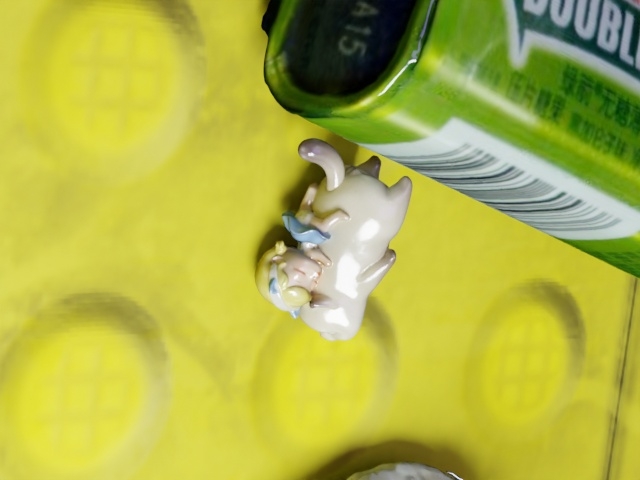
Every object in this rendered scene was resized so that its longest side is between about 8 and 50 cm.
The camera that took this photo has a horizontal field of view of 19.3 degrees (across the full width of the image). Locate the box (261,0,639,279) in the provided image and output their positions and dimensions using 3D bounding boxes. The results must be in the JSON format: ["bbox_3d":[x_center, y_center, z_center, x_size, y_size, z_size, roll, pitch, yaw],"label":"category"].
[{"bbox_3d":[0.132,-0.062,0.840,0.345,0.097,0.134,24,76,-41],"label":"box"}]

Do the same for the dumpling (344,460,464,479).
[{"bbox_3d":[0.025,0.213,0.801,0.172,0.142,0.247,23,56,-42],"label":"dumpling"}]

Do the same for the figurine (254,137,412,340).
[{"bbox_3d":[0.000,0.000,0.787,0.050,0.047,0.083,13,100,-27],"label":"figurine"}]
